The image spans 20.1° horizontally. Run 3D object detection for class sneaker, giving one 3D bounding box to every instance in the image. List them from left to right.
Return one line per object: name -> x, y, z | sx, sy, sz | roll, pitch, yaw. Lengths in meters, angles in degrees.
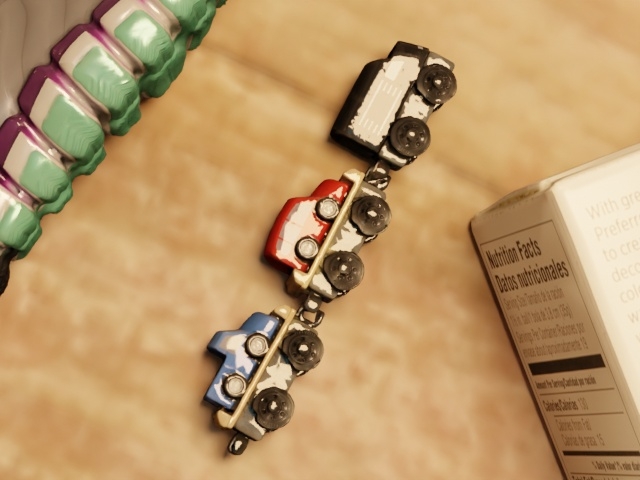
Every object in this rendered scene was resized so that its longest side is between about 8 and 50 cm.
sneaker -> -0.107, -0.060, 0.583 | 0.098, 0.083, 0.223 | 37, 78, -1

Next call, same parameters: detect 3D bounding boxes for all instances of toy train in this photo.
toy train -> 0.000, 0.000, 0.625 | 0.036, 0.027, 0.158 | 28, 78, -4

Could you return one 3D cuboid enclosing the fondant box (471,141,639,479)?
fondant box -> 0.227, 0.098, 0.628 | 0.238, 0.096, 0.330 | -21, 90, -13
